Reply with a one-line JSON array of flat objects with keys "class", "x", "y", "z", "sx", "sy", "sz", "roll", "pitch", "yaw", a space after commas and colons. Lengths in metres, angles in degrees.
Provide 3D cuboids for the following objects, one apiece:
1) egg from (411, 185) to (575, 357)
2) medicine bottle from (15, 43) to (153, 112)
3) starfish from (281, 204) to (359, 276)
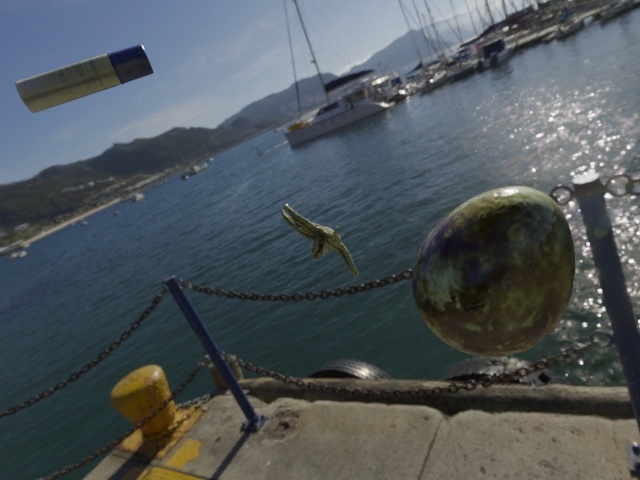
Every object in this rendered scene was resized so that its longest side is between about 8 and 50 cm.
[{"class": "egg", "x": 0.277, "y": 0.051, "z": 0.693, "sx": 0.238, "sy": 0.238, "sz": 0.290, "roll": -43, "pitch": -21, "yaw": -48}, {"class": "medicine bottle", "x": -0.436, "y": -0.305, "z": 0.810, "sx": 0.230, "sy": 0.059, "sz": 0.059, "roll": -24, "pitch": 15, "yaw": -13}, {"class": "starfish", "x": 0.001, "y": -0.001, "z": 0.934, "sx": 0.050, "sy": 0.223, "sz": 0.217, "roll": -42, "pitch": -6, "yaw": -27}]
